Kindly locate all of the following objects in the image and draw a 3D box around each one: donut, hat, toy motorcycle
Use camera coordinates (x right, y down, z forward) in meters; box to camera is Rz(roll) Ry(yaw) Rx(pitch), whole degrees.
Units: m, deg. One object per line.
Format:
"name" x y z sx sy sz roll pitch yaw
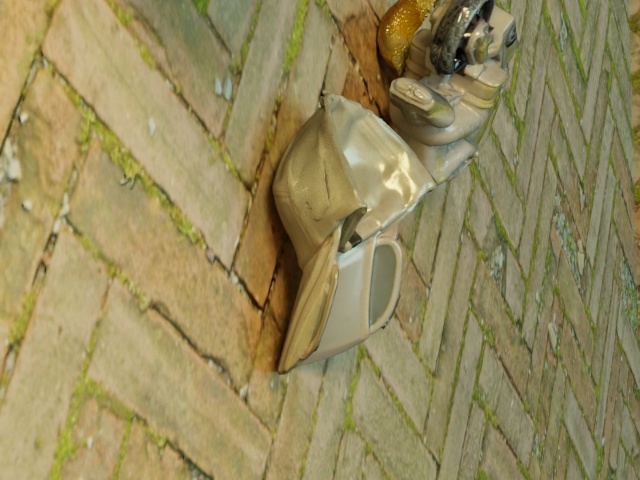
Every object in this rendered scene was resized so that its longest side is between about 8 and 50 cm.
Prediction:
"donut" 0.091 -0.225 1.612 0.038 0.083 0.067 23 36 -50
"hat" 0.000 0.000 1.380 0.226 0.164 0.219 -53 165 15
"toy motorcycle" 0.132 -0.146 1.614 0.223 0.107 0.340 -58 167 -3
